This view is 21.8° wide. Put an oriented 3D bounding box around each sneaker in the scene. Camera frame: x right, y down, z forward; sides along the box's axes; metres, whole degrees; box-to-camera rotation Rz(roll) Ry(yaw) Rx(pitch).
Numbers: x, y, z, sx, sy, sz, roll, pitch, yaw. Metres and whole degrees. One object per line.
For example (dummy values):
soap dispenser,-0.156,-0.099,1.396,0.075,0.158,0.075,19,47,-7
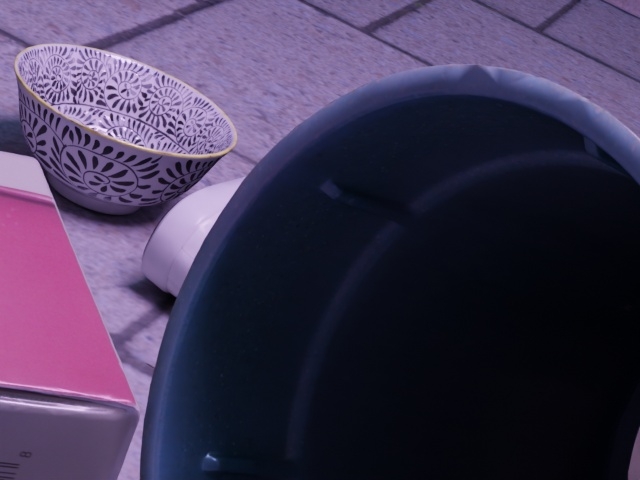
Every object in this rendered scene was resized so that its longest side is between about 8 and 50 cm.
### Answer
sneaker,0.000,0.000,1.199,0.123,0.106,0.290,36,35,17

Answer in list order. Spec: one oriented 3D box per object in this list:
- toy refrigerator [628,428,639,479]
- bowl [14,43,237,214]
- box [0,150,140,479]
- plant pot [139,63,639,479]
toy refrigerator,0.332,0.189,1.082,0.102,0.094,0.269,-28,51,-35
bowl,-0.154,-0.071,1.215,0.170,0.080,0.170,21,22,-9
box,-0.190,0.065,0.787,0.127,0.148,0.232,11,25,-27
plant pot,0.146,0.117,0.811,0.334,0.341,0.341,12,24,-45
